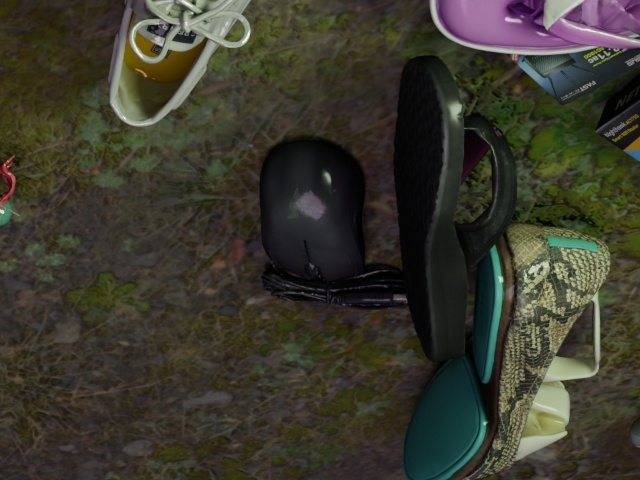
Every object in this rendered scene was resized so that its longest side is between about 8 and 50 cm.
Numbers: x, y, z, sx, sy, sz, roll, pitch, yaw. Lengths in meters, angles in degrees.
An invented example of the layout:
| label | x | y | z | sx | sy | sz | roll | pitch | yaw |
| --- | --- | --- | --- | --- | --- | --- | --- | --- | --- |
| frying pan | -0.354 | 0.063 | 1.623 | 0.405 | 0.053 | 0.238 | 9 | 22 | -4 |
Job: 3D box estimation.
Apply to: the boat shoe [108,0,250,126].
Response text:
| label | x | y | z | sx | sy | sz | roll | pitch | yaw |
| --- | --- | --- | --- | --- | --- | --- | --- | --- | --- |
| boat shoe | -0.135 | -0.233 | 1.878 | 0.136 | 0.156 | 0.367 | 23 | 141 | -12 |

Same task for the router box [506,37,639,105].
| label | x | y | z | sx | sy | sz | roll | pitch | yaw |
| --- | --- | --- | --- | --- | --- | --- | --- | --- | --- |
| router box | 0.258 | -0.195 | 1.903 | 0.092 | 0.038 | 0.122 | 38 | 135 | -27 |

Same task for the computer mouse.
| label | x | y | z | sx | sy | sz | roll | pitch | yaw |
| --- | --- | --- | --- | --- | --- | --- | --- | --- | --- |
| computer mouse | 0.000 | 0.000 | 2.188 | 0.188 | 0.072 | 0.272 | 3 | 140 | 14 |

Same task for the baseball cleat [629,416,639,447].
| label | x | y | z | sx | sy | sz | roll | pitch | yaw |
| --- | --- | --- | --- | --- | --- | --- | --- | --- | --- |
| baseball cleat | 0.442 | 0.181 | 2.294 | 0.206 | 0.072 | 0.109 | -26 | 113 | 33 |

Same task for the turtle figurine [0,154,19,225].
| label | x | y | z | sx | sy | sz | roll | pitch | yaw |
| --- | --- | --- | --- | --- | --- | --- | --- | --- | --- |
| turtle figurine | -0.443 | -0.053 | 2.220 | 0.234 | 0.118 | 0.175 | 26 | 127 | 9 |

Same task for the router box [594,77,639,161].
| label | x | y | z | sx | sy | sz | roll | pitch | yaw |
| --- | --- | --- | --- | --- | --- | --- | --- | --- | --- |
| router box | 0.378 | -0.122 | 1.915 | 0.133 | 0.046 | 0.179 | 31 | 150 | -12 |

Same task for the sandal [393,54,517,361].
| label | x | y | z | sx | sy | sz | roll | pitch | yaw |
| --- | --- | --- | --- | --- | --- | --- | --- | --- | --- |
| sandal | 0.145 | -0.043 | 2.051 | 0.107 | 0.167 | 0.445 | -13 | 144 | -6 |

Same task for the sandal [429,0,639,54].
| label | x | y | z | sx | sy | sz | roll | pitch | yaw |
| --- | --- | --- | --- | --- | --- | --- | --- | --- | --- |
| sandal | 0.303 | -0.236 | 1.758 | 0.416 | 0.102 | 0.169 | -5 | 127 | 10 |

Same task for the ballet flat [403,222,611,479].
| label | x | y | z | sx | sy | sz | roll | pitch | yaw |
| --- | --- | --- | --- | --- | --- | --- | --- | --- | --- |
| ballet flat | 0.234 | 0.156 | 2.260 | 0.182 | 0.164 | 0.483 | 1 | 141 | -13 |
